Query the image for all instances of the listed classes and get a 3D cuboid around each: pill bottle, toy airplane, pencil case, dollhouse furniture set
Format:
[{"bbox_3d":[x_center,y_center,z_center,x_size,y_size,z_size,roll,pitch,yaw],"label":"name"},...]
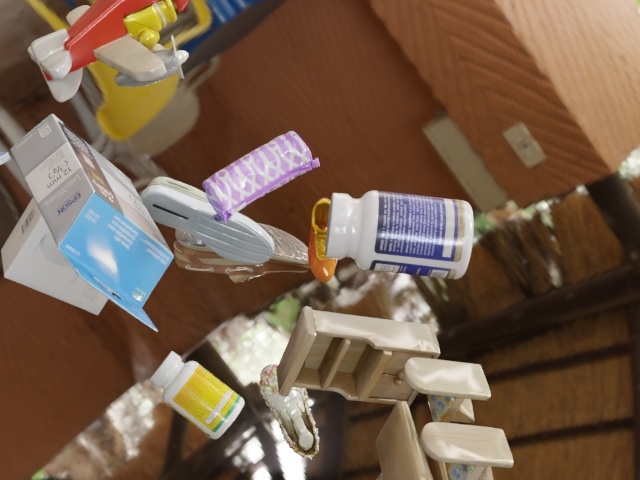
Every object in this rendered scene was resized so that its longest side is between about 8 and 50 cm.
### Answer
[{"bbox_3d":[0.146,-0.014,1.887,0.264,0.153,0.153,7,-174,-4],"label":"pill bottle"},{"bbox_3d":[-0.451,-0.443,2.222,0.384,0.272,0.386,-15,-131,28],"label":"toy airplane"},{"bbox_3d":[-0.111,-0.114,1.773,0.206,0.086,0.088,-34,-131,-12],"label":"pencil case"},{"bbox_3d":[0.090,0.322,1.681,0.394,0.256,0.362,-101,-154,-47],"label":"dollhouse furniture set"},{"bbox_3d":[-0.289,0.353,2.305,0.117,0.208,0.117,-51,-176,5],"label":"pill bottle"}]

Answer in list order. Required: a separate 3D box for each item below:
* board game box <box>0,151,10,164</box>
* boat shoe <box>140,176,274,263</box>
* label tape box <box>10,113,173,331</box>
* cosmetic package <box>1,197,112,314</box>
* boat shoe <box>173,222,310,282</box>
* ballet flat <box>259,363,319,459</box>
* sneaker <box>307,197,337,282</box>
[{"bbox_3d":[-0.760,-0.173,2.239,0.090,0.020,0.090,8,-146,37],"label":"board game box"},{"bbox_3d":[-0.230,-0.052,2.100,0.109,0.302,0.094,-54,-164,34],"label":"boat shoe"},{"bbox_3d":[-0.382,-0.032,1.759,0.115,0.348,0.249,-40,142,2],"label":"label tape box"},{"bbox_3d":[-0.527,0.004,2.138,0.224,0.224,0.138,-55,-150,11],"label":"cosmetic package"},{"bbox_3d":[-0.178,0.032,2.266,0.123,0.324,0.116,-101,-153,-56],"label":"boat shoe"},{"bbox_3d":[-0.050,0.343,1.976,0.091,0.241,0.077,-29,-143,-7],"label":"ballet flat"},{"bbox_3d":[0.000,0.000,2.053,0.064,0.175,0.067,-2,-177,7],"label":"sneaker"}]
